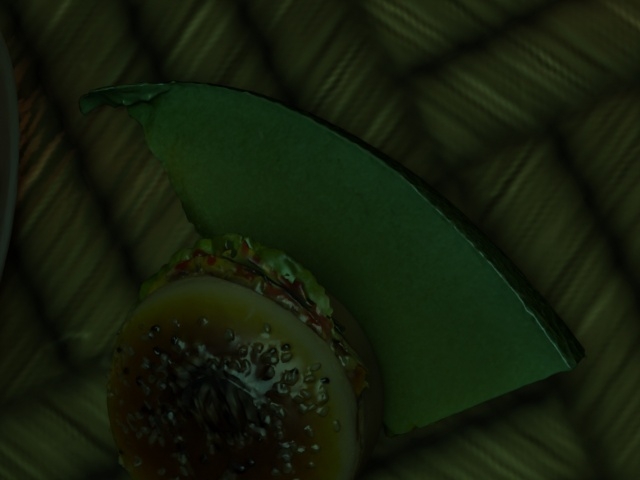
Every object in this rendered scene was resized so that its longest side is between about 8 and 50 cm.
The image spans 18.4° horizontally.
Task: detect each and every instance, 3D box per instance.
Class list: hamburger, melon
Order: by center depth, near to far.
[{"bbox_3d":[-0.034,0.066,0.867,0.126,0.081,0.141,34,112,14],"label":"hamburger"},{"bbox_3d":[-0.001,0.000,0.905,0.262,0.053,0.114,37,115,12],"label":"melon"}]

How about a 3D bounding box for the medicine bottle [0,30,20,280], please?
[{"bbox_3d":[-0.342,-0.040,0.872,0.379,0.213,0.213,9,91,10],"label":"medicine bottle"}]
